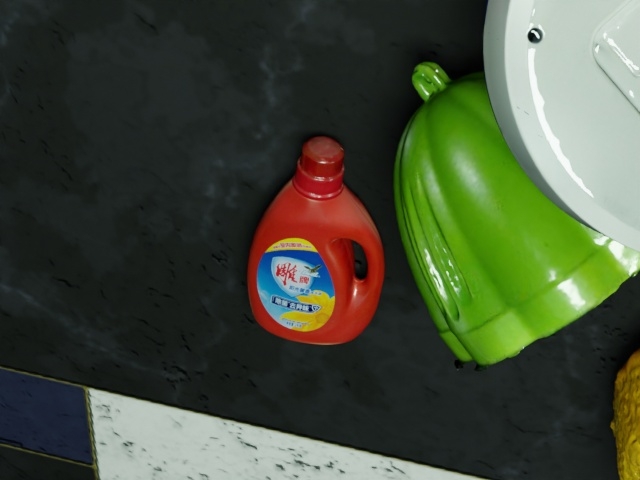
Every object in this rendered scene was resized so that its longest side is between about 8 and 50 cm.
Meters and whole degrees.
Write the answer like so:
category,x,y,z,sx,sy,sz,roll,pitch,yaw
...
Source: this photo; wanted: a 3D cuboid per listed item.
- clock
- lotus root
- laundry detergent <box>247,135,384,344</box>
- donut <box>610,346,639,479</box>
category,x,y,z,sx,sy,sz,roll,pitch,yaw
clock,0.203,-0.104,0.809,0.230,0.083,0.230,0,97,-3
lotus root,0.108,-0.039,0.939,0.186,0.186,0.186,11,132,12
laundry detergent,0.000,0.000,1.081,0.097,0.049,0.165,11,132,2
donut,0.319,0.142,1.047,0.254,0.118,0.253,6,144,4
